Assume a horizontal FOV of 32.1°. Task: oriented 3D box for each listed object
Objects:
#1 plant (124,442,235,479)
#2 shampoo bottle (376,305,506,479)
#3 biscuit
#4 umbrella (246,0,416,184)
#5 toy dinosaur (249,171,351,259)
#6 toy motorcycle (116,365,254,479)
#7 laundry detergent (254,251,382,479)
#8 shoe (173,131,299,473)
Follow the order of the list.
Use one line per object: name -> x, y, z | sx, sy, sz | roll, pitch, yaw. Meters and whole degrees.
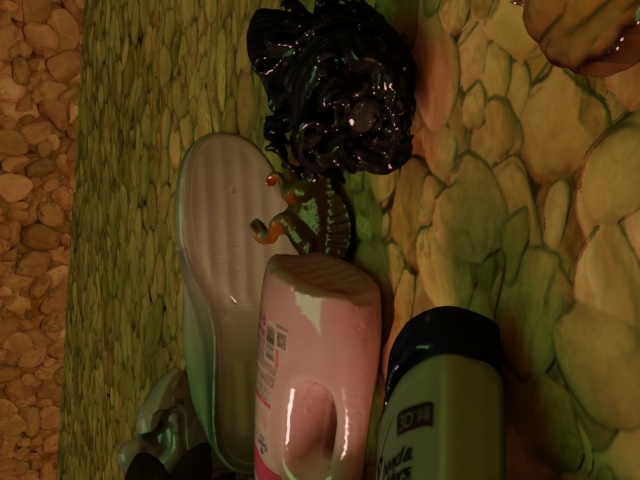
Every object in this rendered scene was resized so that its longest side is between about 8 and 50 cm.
plant -> -0.160, 0.344, 1.150 | 0.182, 0.194, 0.321 | 57, -178, -9
shampoo bottle -> 0.069, 0.222, 0.701 | 0.134, 0.078, 0.360 | 117, 162, -53
biscuit -> 0.165, -0.154, 0.576 | 0.183, 0.061, 0.118 | 110, 150, -49
umbrella -> -0.010, -0.162, 0.978 | 0.337, 0.128, 0.154 | -114, 30, -55
toy dinosaur -> 0.000, -0.002, 1.083 | 0.142, 0.057, 0.212 | -27, 76, 47
toy motorcycle -> -0.161, 0.259, 1.347 | 0.110, 0.170, 0.260 | 163, 108, -71
laundry detergent -> -0.009, 0.186, 1.037 | 0.159, 0.087, 0.335 | 30, 121, 55
shoe -> -0.099, 0.065, 1.233 | 0.160, 0.131, 0.363 | 179, 85, -73
